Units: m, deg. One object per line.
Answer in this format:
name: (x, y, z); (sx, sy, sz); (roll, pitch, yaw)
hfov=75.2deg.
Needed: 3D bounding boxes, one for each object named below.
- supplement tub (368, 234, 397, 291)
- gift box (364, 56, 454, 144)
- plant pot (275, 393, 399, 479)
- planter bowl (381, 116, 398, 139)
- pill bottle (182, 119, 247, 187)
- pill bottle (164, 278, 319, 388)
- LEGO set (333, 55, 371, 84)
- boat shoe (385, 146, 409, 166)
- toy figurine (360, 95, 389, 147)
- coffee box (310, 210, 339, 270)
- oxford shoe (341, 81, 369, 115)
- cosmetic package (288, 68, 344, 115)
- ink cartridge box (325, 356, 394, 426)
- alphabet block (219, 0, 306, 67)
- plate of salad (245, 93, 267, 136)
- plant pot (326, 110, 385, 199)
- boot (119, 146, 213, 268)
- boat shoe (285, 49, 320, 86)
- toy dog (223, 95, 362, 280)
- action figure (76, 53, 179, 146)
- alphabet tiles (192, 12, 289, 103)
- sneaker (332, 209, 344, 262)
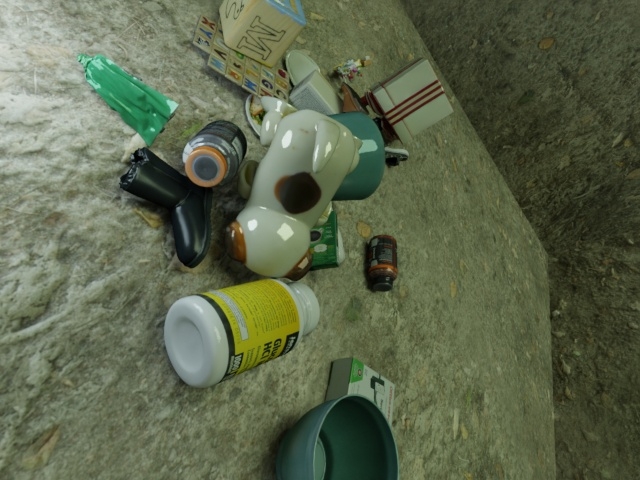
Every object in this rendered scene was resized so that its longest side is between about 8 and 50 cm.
supplement tub: (0.227, 0.084, 1.513); (0.106, 0.106, 0.197); (32, 49, -35)
gift box: (0.340, -0.541, 1.642); (0.255, 0.258, 0.276); (55, 15, -16)
plant pot: (0.021, 0.522, 0.975); (0.293, 0.196, 0.293); (24, 55, -39)
planter bowl: (0.352, -0.545, 1.982); (0.162, 0.109, 0.162); (25, 53, -39)
pill bottle: (-0.258, -0.210, 1.020); (0.130, 0.130, 0.245); (48, 15, -21)
pill bottle: (-0.159, 0.190, 0.948); (0.334, 0.188, 0.187); (-9, 78, -50)
LEGO set: (0.145, -0.736, 1.842); (0.107, 0.132, 0.287); (66, 31, -14)
boat shoe: (0.330, -0.375, 1.896); (0.229, 0.080, 0.076); (0, 77, -48)
toy figurine: (0.171, -0.456, 1.710); (0.209, 0.148, 0.213); (33, 46, -42)
coffee box: (0.000, 0.000, 1.291); (0.040, 0.113, 0.184); (59, 25, -60)
oxford shoe: (0.100, -0.481, 1.446); (0.076, 0.076, 0.212); (26, 35, -37)
cosmetic package: (0.019, -0.434, 1.503); (0.309, 0.160, 0.113); (44, 43, -26)
ink cartridge box: (0.120, 0.456, 1.211); (0.208, 0.087, 0.153); (39, 46, -30)
alphabet block: (-0.189, -0.723, 1.344); (0.193, 0.197, 0.192); (12, 53, -40)
plate of salad: (-0.159, -0.402, 1.370); (0.200, 0.048, 0.199); (26, 52, -39)
plant pot: (0.021, -0.260, 1.326); (0.235, 0.293, 0.293); (-12, 80, -34)
boot: (-0.351, -0.075, 0.938); (0.207, 0.094, 0.246); (30, 44, -41)
boat shoe: (-0.028, -0.577, 1.600); (0.319, 0.116, 0.099); (52, -3, -6)
toy dog: (-0.065, -0.101, 1.031); (0.285, 0.395, 0.407); (20, 100, -28)
action figure: (-0.456, -0.347, 0.965); (0.232, 0.137, 0.063); (40, 21, -17)
alphabet tiles: (-0.243, -0.588, 1.355); (0.343, 0.011, 0.285); (25, 47, -31)
sneaker: (0.034, -0.027, 1.389); (0.094, 0.080, 0.212); (-1, 77, -62)
